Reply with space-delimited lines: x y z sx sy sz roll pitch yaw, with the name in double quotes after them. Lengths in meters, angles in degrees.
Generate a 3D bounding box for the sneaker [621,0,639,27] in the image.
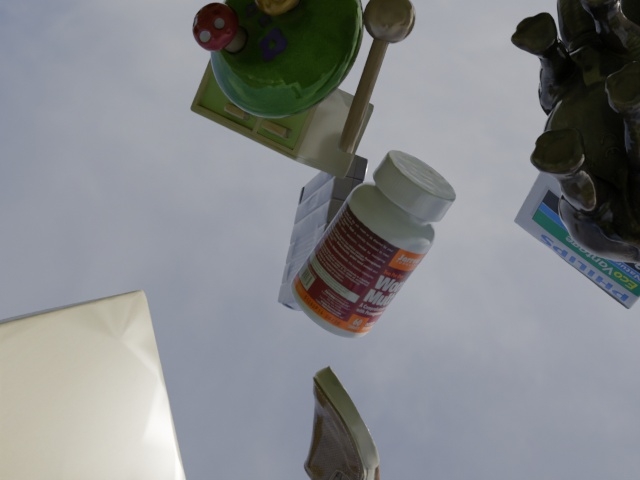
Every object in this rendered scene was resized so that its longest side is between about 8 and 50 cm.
0.328 -0.274 0.927 0.140 0.125 0.340 30 -98 9 "sneaker"

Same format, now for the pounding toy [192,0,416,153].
-0.040 -0.217 0.991 0.237 0.110 0.183 30 -86 31 "pounding toy"

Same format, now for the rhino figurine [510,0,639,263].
0.153 -0.086 0.530 0.073 0.106 0.243 -19 -142 24 "rhino figurine"

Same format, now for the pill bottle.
0.066 0.005 1.205 0.221 0.121 0.121 -56 -146 23 "pill bottle"

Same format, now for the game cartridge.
0.000 0.000 1.590 0.068 0.355 0.230 9 -97 -10 "game cartridge"

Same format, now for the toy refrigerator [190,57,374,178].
-0.061 -0.175 1.268 0.269 0.094 0.102 31 -80 48 "toy refrigerator"

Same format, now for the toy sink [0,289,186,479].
-0.212 0.130 0.601 0.131 0.152 0.234 -12 -179 27 "toy sink"

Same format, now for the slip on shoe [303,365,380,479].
0.010 0.135 0.602 0.041 0.135 0.051 -24 -137 -11 "slip on shoe"

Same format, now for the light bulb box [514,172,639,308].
0.494 -0.146 1.356 0.225 0.361 0.358 40 -109 14 "light bulb box"
